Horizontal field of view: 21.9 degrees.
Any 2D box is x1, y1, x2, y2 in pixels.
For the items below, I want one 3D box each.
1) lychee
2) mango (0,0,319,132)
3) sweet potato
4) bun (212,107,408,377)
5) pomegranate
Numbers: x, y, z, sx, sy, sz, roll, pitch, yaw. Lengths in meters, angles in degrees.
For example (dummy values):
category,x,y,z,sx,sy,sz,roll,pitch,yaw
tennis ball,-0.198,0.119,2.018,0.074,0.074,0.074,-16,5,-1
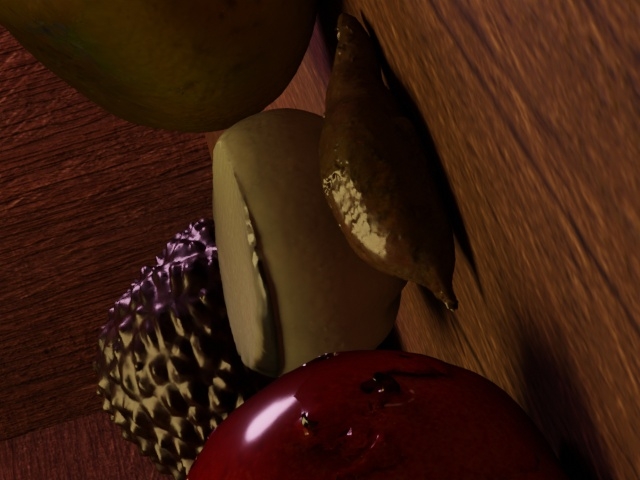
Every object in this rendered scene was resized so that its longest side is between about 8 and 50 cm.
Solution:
category,x,y,z,sx,sy,sz,roll,pitch,yaw
lychee,-0.053,0.113,1.363,0.271,0.271,0.271,164,90,-85
mango,-0.128,-0.176,1.159,0.182,0.253,0.365,-62,-3,-19
sweet potato,0.025,-0.055,0.933,0.068,0.068,0.226,81,174,-53
bun,0.000,0.000,1.046,0.173,0.120,0.173,170,90,-80
pomegranate,0.037,0.163,0.784,0.235,0.210,0.210,53,-177,-22
